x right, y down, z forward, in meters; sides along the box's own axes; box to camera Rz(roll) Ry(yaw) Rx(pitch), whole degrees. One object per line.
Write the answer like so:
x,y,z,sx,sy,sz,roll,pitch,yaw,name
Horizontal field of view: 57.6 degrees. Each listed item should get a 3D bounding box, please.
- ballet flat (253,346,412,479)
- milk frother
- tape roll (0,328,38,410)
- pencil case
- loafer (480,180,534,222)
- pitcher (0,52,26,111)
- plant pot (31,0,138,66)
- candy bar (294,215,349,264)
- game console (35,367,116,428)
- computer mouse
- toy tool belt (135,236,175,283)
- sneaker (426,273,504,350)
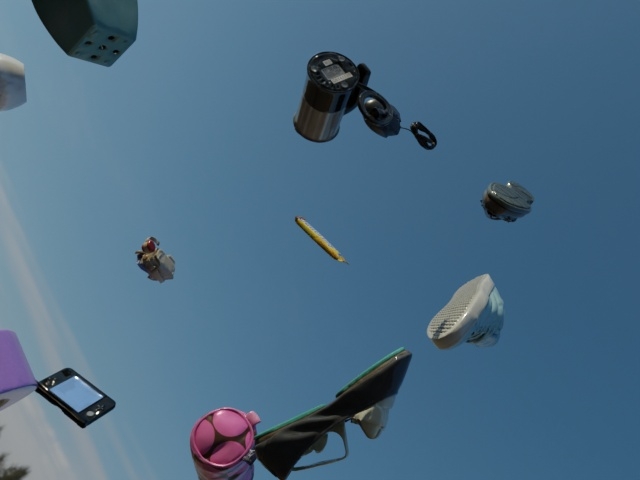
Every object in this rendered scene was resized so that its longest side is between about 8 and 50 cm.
0.025,0.195,0.630,0.074,0.203,0.074,58,1,-1,ballet flat
0.036,-0.211,0.953,0.134,0.129,0.143,114,-38,-61,milk frother
-0.537,0.219,0.779,0.275,0.275,0.090,-37,-102,52,tape roll
-0.137,0.323,0.866,0.095,0.098,0.209,43,-31,19,pencil case
0.394,-0.069,1.244,0.096,0.267,0.084,43,-64,17,loafer
-0.734,-0.321,1.222,0.177,0.207,0.125,63,-33,37,pitcher
-0.490,-0.501,1.227,0.165,0.166,0.234,-30,-105,30,plant pot
0.000,0.000,1.235,0.161,0.040,0.018,44,-79,28,candy bar
-0.405,0.237,0.937,0.122,0.107,0.071,29,-63,19,game console
0.182,-0.249,1.261,0.041,0.242,0.071,-17,-110,45,computer mouse
-0.274,0.035,0.935,0.051,0.052,0.083,-15,-43,14,toy tool belt
0.376,0.197,1.390,0.135,0.366,0.150,-36,-94,35,sneaker
